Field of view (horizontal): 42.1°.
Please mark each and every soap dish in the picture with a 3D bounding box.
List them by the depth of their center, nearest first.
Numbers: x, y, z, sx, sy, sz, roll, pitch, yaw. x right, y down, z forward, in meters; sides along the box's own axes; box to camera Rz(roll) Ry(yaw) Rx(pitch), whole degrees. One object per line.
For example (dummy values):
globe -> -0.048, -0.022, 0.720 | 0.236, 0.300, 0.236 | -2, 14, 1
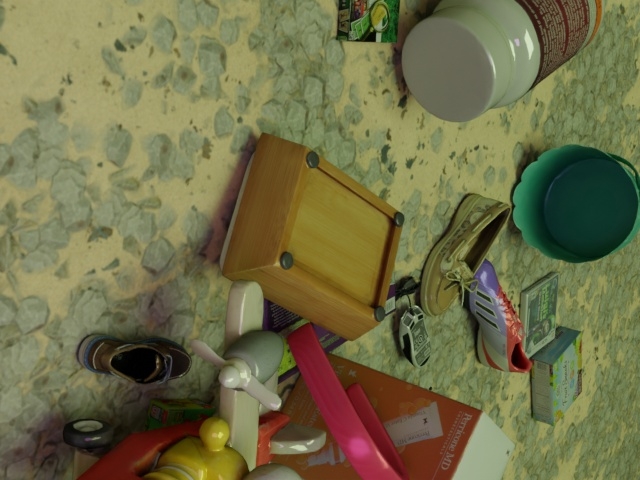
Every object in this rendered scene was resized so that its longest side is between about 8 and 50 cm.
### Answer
soap dish -> 0.000, 0.000, 1.259 | 0.291, 0.118, 0.228 | 31, 65, -40

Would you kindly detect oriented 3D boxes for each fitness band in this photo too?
fitness band -> 0.037, 0.248, 1.224 | 0.054, 0.291, 0.209 | -34, 141, 2

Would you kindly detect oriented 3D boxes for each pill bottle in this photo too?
pill bottle -> 0.333, -0.376, 1.510 | 0.392, 0.224, 0.224 | -37, 128, -38

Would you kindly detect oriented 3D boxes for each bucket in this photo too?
bucket -> 0.597, -0.080, 1.891 | 0.183, 0.281, 0.281 | 0, 102, -59

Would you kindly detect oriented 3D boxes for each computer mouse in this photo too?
computer mouse -> 0.173, 0.167, 1.640 | 0.106, 0.042, 0.193 | -37, 122, -43

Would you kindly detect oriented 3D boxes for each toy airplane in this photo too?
toy airplane -> -0.113, 0.302, 1.083 | 0.384, 0.272, 0.386 | -54, 135, -27

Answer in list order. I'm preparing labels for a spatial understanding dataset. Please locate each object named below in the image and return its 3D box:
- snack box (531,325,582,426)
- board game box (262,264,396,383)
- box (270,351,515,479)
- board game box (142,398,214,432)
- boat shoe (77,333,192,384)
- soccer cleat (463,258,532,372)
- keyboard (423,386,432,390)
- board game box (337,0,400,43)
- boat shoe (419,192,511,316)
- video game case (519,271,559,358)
snack box -> 0.635, 0.363, 2.230 | 0.174, 0.070, 0.207 | -34, 125, -40
board game box -> 0.009, 0.086, 1.413 | 0.347, 0.056, 0.208 | -25, 124, -44
box -> 0.107, 0.348, 1.374 | 0.168, 0.345, 0.215 | 47, 65, -47
board game box -> -0.222, 0.324, 1.213 | 0.092, 0.043, 0.181 | 13, 92, -51
boat shoe -> -0.237, 0.169, 1.126 | 0.183, 0.066, 0.066 | 13, 92, -51
soccer cleat -> 0.398, 0.169, 1.846 | 0.108, 0.116, 0.318 | -44, 132, -33
keyboard -> 0.180, 0.376, 1.632 | 0.201, 0.033, 0.317 | -67, 163, -9
board game box -> 0.086, -0.453, 1.344 | 0.136, 0.030, 0.259 | -15, 113, -49
boat shoe -> 0.293, 0.030, 1.697 | 0.104, 0.089, 0.285 | 44, 68, -48
video game case -> 0.556, 0.193, 2.119 | 0.173, 0.022, 0.190 | -23, 119, -44
